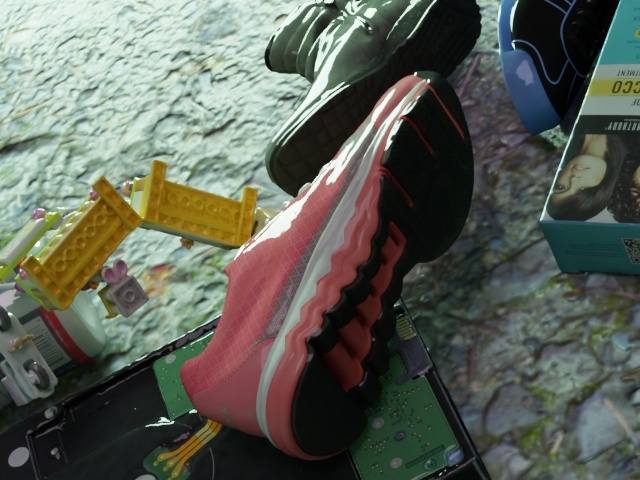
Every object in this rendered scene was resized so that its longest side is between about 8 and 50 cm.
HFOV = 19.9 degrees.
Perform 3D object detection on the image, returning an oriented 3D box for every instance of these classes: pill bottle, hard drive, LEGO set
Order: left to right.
[{"bbox_3d":[-0.271,0.083,1.439,0.180,0.108,0.108,-29,44,3],"label":"pill bottle"},{"bbox_3d":[-0.146,0.009,1.376,0.287,0.132,0.107,-27,12,-33],"label":"LEGO set"},{"bbox_3d":[-0.068,0.165,1.288,0.339,0.064,0.237,-30,44,3],"label":"hard drive"}]

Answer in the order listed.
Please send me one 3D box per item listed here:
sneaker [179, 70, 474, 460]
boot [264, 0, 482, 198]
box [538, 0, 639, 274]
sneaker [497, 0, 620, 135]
[{"bbox_3d":[0.000,0.000,1.272,0.136,0.116,0.314,7,55,34],"label":"sneaker"},{"bbox_3d":[0.009,-0.133,1.512,0.161,0.083,0.246,17,56,46],"label":"boot"},{"bbox_3d":[0.246,-0.088,1.342,0.100,0.060,0.244,3,54,31],"label":"box"},{"bbox_3d":[0.198,-0.183,1.436,0.090,0.081,0.232,-15,45,27],"label":"sneaker"}]
